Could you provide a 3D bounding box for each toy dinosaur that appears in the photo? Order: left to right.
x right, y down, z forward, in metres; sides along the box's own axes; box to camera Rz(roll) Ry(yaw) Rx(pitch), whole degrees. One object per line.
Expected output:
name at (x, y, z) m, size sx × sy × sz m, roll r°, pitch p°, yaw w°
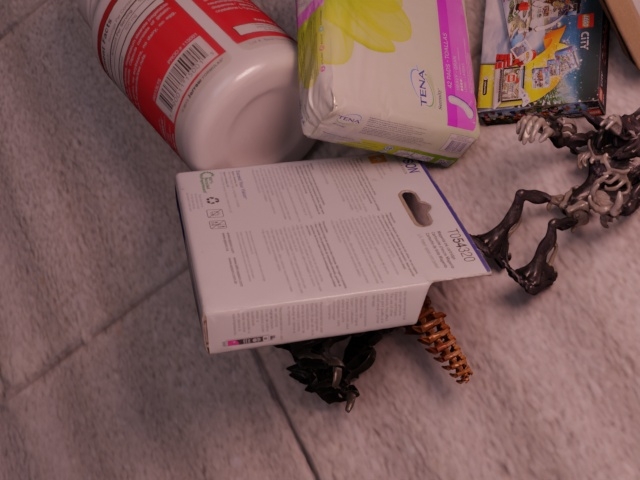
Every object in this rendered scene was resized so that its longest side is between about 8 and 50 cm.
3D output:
toy dinosaur at (0.045, 0.083, 1.299) m, size 0.218 × 0.164 × 0.322 m, roll -48°, pitch 33°, yaw -16°

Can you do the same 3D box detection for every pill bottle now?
pill bottle at (-0.186, -0.272, 1.504) m, size 0.229 × 0.229 × 0.407 m, roll -46°, pitch 57°, yaw 5°

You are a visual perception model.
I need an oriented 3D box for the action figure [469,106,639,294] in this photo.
action figure at (0.303, -0.070, 1.222) m, size 0.275 × 0.141 × 0.164 m, roll -49°, pitch 54°, yaw 6°

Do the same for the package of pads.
package of pads at (0.081, -0.258, 1.358) m, size 0.101 × 0.229 × 0.296 m, roll -41°, pitch 47°, yaw 55°

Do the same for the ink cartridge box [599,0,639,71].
ink cartridge box at (0.437, -0.339, 1.216) m, size 0.235 × 0.193 × 0.088 m, roll -29°, pitch 26°, yaw 15°

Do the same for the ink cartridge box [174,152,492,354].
ink cartridge box at (0.000, 0.000, 1.272) m, size 0.330 × 0.071 × 0.324 m, roll -6°, pitch 32°, yaw -10°

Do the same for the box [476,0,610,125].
box at (0.295, -0.270, 1.359) m, size 0.159 × 0.044 × 0.233 m, roll -2°, pitch 70°, yaw 27°
